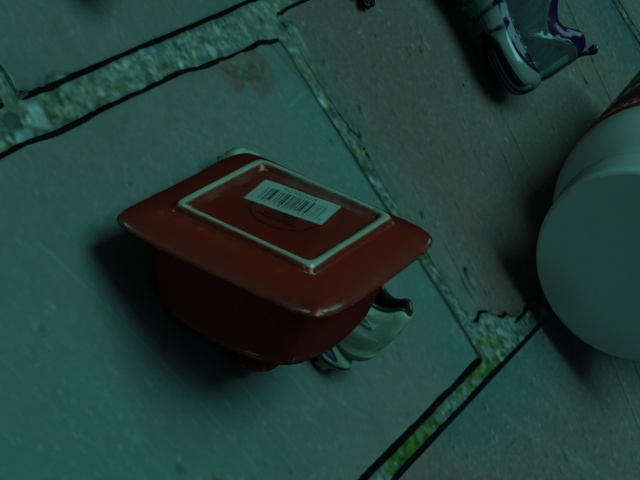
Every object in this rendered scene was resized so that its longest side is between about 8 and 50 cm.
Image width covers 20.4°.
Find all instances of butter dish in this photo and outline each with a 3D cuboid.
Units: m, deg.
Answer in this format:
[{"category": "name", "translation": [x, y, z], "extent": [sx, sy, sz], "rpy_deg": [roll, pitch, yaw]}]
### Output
[{"category": "butter dish", "translation": [-0.033, 0.030, 1.137], "extent": [0.160, 0.118, 0.160], "rpy_deg": [24, 30, 22]}]

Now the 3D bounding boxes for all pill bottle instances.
[{"category": "pill bottle", "translation": [0.329, -0.044, 1.589], "extent": [0.210, 0.210, 0.363], "rpy_deg": [56, 32, -5]}]

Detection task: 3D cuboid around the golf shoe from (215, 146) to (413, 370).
[{"category": "golf shoe", "translation": [0.000, 0.000, 1.225], "extent": [0.176, 0.086, 0.069], "rpy_deg": [55, 34, -3]}]

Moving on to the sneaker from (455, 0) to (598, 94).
[{"category": "sneaker", "translation": [0.167, -0.249, 1.626], "extent": [0.223, 0.098, 0.083], "rpy_deg": [64, -6, -3]}]

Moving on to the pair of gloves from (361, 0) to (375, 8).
[{"category": "pair of gloves", "translation": [0.019, -0.237, 1.513], "extent": [0.083, 0.010, 0.074], "rpy_deg": [36, 37, -36]}]
